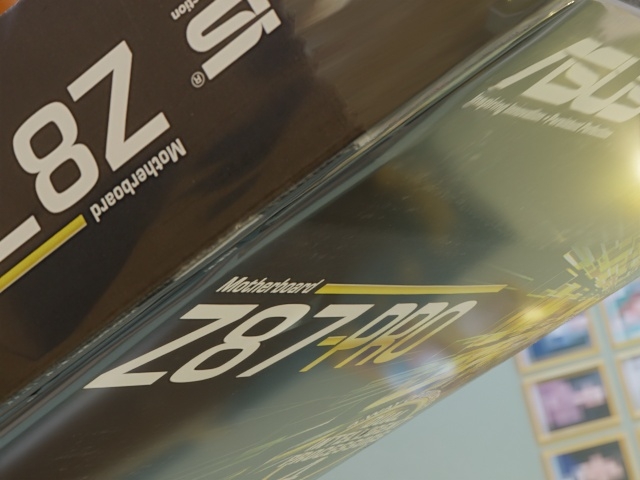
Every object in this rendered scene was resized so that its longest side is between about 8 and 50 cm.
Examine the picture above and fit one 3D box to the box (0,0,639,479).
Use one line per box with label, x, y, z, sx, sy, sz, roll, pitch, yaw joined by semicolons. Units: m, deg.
box;0.000;0.000;0.595;0.097;0.318;0.395;59;21;15
